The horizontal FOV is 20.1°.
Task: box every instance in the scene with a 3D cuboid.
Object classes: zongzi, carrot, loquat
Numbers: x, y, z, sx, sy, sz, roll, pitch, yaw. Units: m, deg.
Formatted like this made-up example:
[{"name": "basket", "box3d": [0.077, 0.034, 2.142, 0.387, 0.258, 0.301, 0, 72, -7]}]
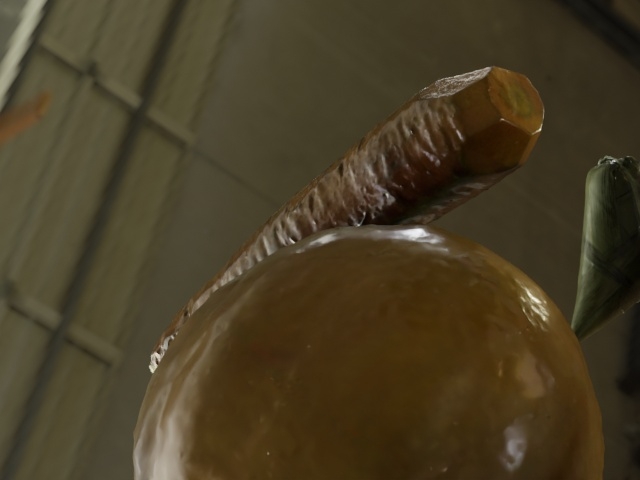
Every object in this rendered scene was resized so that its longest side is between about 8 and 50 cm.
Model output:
[{"name": "zongzi", "box3d": [0.195, 0.005, 1.276, 0.113, 0.104, 0.052, -31, -168, -27]}, {"name": "carrot", "box3d": [0.000, 0.000, 1.035, 0.314, 0.066, 0.066, -37, -148, 36]}, {"name": "loquat", "box3d": [0.025, 0.104, 0.854, 0.238, 0.193, 0.238, -7, -124, 10]}]
